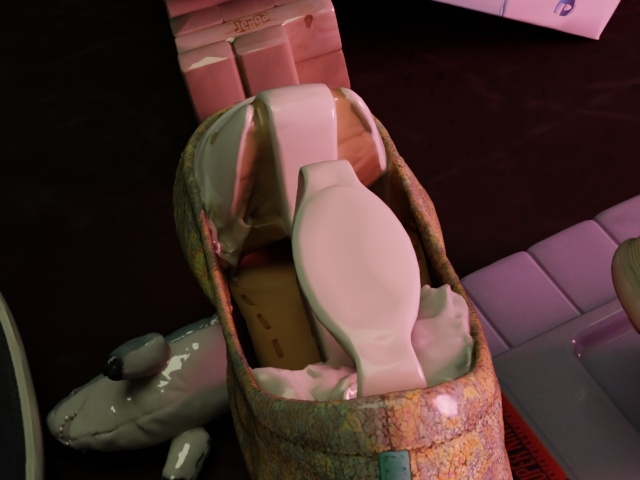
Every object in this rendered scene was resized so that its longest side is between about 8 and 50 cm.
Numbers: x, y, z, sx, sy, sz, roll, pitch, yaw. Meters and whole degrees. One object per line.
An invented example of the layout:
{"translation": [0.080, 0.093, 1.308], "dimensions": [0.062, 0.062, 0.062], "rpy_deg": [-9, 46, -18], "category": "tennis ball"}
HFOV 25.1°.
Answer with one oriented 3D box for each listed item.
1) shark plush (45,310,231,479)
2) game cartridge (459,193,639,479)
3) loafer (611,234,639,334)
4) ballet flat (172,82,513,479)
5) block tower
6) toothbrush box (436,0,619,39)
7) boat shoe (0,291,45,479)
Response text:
{"translation": [-0.057, 0.048, 0.695], "dimensions": [0.161, 0.073, 0.067], "rpy_deg": [-45, 21, -23], "category": "shark plush"}
{"translation": [0.134, 0.134, 0.555], "dimensions": [0.230, 0.068, 0.355], "rpy_deg": [-22, 44, -14], "category": "game cartridge"}
{"translation": [0.242, 0.023, 0.549], "dimensions": [0.268, 0.092, 0.102], "rpy_deg": [11, 32, -12], "category": "loafer"}
{"translation": [0.000, 0.000, 0.613], "dimensions": [0.123, 0.123, 0.349], "rpy_deg": [-16, 36, -2], "category": "ballet flat"}
{"translation": [-0.061, -0.180, 0.898], "dimensions": [0.090, 0.097, 0.335], "rpy_deg": [-16, 46, -2], "category": "block tower"}
{"translation": [0.032, -0.248, 0.827], "dimensions": [0.295, 0.126, 0.216], "rpy_deg": [10, 37, -24], "category": "toothbrush box"}
{"translation": [-0.233, 0.165, 0.546], "dimensions": [0.186, 0.156, 0.500], "rpy_deg": [-3, 43, 14], "category": "boat shoe"}
